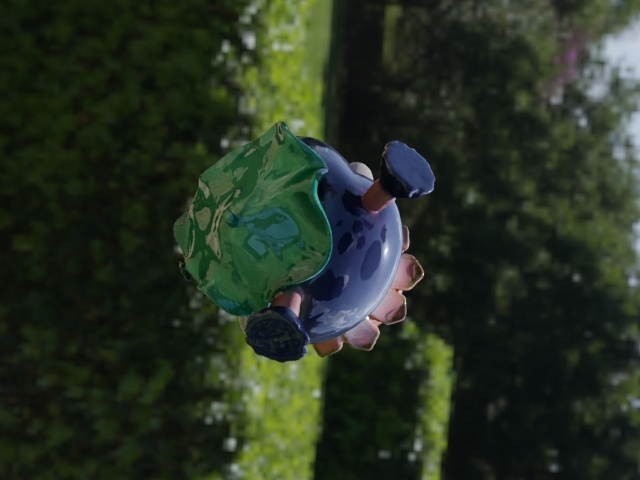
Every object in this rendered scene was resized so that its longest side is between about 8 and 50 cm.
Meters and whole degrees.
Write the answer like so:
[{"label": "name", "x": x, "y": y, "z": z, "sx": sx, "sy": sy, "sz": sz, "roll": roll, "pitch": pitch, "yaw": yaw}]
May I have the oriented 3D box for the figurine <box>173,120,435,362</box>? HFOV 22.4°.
[{"label": "figurine", "x": 0.000, "y": 0.000, "z": 0.779, "sx": 0.111, "sy": 0.102, "sz": 0.195, "roll": -60, "pitch": 165, "yaw": 0}]
